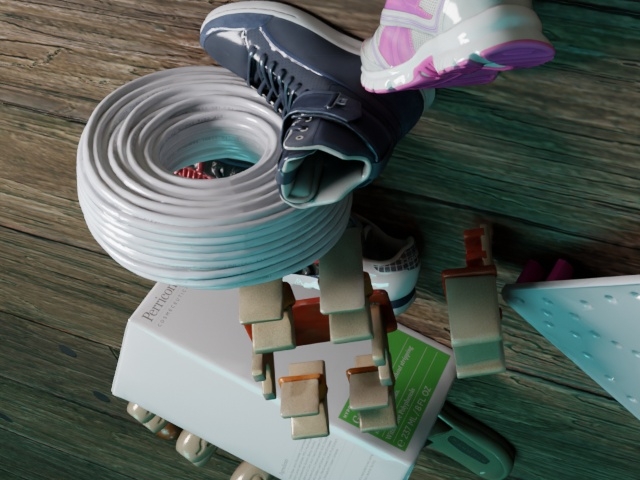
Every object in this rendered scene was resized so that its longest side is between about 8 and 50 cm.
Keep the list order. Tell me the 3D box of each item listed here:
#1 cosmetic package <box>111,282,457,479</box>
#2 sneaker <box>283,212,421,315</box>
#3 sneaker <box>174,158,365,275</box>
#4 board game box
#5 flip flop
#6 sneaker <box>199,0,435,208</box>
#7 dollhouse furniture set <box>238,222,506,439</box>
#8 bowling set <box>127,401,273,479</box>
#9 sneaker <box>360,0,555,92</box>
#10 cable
[{"bbox_3d":[-0.041,0.162,1.585,0.365,0.197,0.155,26,136,5],"label":"cosmetic package"},{"bbox_3d":[0.000,0.000,1.441,0.235,0.090,0.095,17,138,15],"label":"sneaker"},{"bbox_3d":[-0.061,-0.051,1.384,0.262,0.125,0.104,24,112,15],"label":"sneaker"},{"bbox_3d":[0.418,0.138,1.238,0.390,0.050,0.390,40,160,-19],"label":"board game box"},{"bbox_3d":[0.123,0.250,1.728,0.277,0.080,0.112,31,153,-4],"label":"flip flop"},{"bbox_3d":[-0.033,-0.120,1.157,0.226,0.163,0.086,21,143,16],"label":"sneaker"},{"bbox_3d":[0.051,0.074,1.324,0.259,0.135,0.262,-8,146,7],"label":"dollhouse furniture set"},{"bbox_3d":[-0.181,0.245,1.985,0.287,0.154,0.200,45,167,-30],"label":"bowling set"},{"bbox_3d":[0.099,-0.178,1.026,0.103,0.111,0.252,-7,-179,-20],"label":"sneaker"},{"bbox_3d":[-0.098,-0.065,1.232,0.257,0.257,0.089,-3,131,-3],"label":"cable"}]
